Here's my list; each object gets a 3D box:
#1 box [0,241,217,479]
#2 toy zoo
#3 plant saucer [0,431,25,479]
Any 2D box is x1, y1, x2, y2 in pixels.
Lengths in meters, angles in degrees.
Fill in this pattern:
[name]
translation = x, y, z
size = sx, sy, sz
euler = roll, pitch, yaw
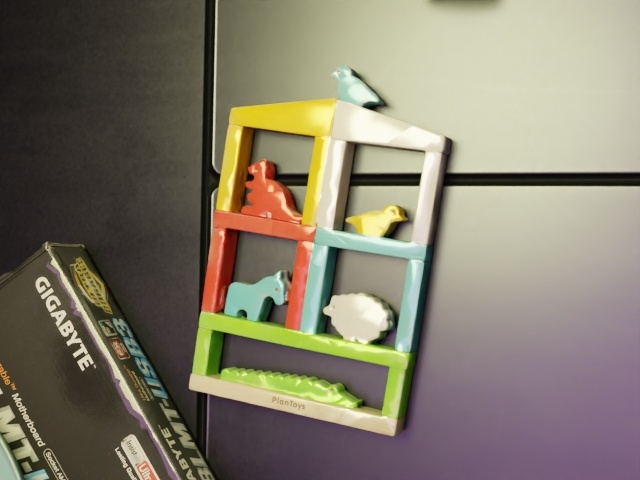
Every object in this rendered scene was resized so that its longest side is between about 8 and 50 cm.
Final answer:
[box]
translation = -0.269, 0.201, 0.990
size = 0.293, 0.073, 0.295
euler = -35, 79, 17
[toy zoo]
translation = 0.000, 0.000, 0.915
size = 0.192, 0.030, 0.293
euler = 9, 92, 20
[plant saucer]
translation = -0.379, 0.260, 0.970
size = 0.317, 0.044, 0.317
euler = 1, 92, 20
